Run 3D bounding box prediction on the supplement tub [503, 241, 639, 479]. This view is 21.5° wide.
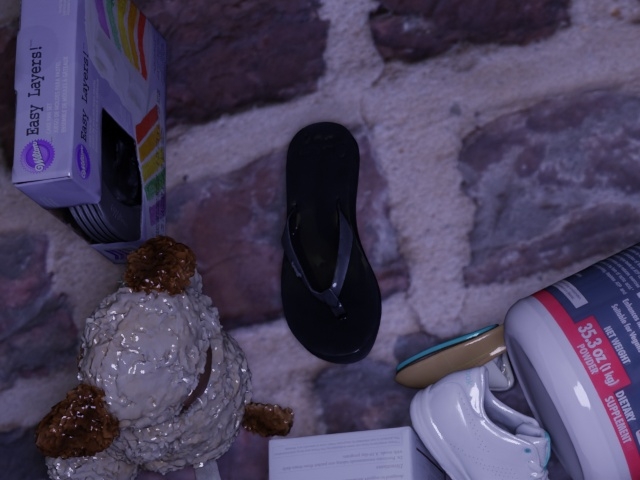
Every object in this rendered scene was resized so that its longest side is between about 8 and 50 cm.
[{"bbox_3d":[0.311,0.087,1.432,0.272,0.191,0.191,-26,64,-3],"label":"supplement tub"}]

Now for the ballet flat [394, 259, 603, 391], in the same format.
[{"bbox_3d":[0.181,0.098,1.550,0.232,0.080,0.073,-28,79,9],"label":"ballet flat"}]

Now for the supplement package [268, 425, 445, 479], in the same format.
[{"bbox_3d":[0.037,0.303,1.485,0.133,0.139,0.244,-8,67,16],"label":"supplement package"}]

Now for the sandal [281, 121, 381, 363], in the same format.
[{"bbox_3d":[-0.001,0.000,1.656,0.097,0.054,0.255,-13,67,14],"label":"sandal"}]

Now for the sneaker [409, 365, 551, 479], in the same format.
[{"bbox_3d":[0.172,0.202,1.460,0.094,0.080,0.212,-34,99,31],"label":"sneaker"}]

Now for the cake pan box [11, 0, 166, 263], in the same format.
[{"bbox_3d":[-0.224,-0.128,1.672,0.070,0.246,0.267,-7,68,16],"label":"cake pan box"}]

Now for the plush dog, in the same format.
[{"bbox_3d":[-0.151,0.124,1.566,0.210,0.225,0.262,17,77,23],"label":"plush dog"}]
